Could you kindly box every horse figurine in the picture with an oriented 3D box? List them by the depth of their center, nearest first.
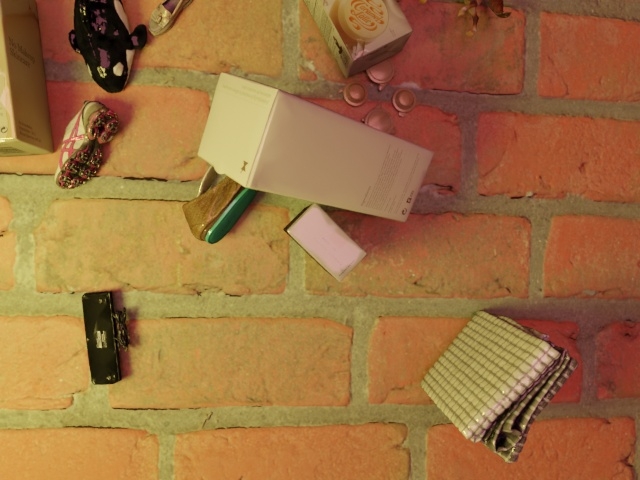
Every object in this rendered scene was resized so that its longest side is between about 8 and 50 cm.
[{"bbox_3d":[0.284,-0.545,1.011,0.263,0.066,0.174,25,71,1],"label":"horse figurine"}]

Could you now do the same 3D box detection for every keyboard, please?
[{"bbox_3d":[-0.431,0.199,0.970,0.100,0.038,0.191,-4,93,16],"label":"keyboard"}]

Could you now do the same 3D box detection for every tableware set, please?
[{"bbox_3d":[0.129,-0.312,1.027,0.141,0.020,0.168,-38,94,-5],"label":"tableware set"}]

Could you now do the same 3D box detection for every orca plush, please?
[{"bbox_3d":[-0.417,-0.441,0.907,0.151,0.102,0.287,14,94,-4],"label":"orca plush"}]

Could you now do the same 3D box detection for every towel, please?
[{"bbox_3d":[0.343,0.273,0.934,0.121,0.284,0.235,43,87,-7],"label":"towel"}]

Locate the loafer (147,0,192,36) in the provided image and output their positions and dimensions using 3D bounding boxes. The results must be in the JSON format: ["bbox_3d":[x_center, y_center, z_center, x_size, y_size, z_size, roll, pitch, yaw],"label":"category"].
[{"bbox_3d":[-0.309,-0.473,0.960,0.045,0.039,0.125,40,86,-6],"label":"loafer"}]

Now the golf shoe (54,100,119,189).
[{"bbox_3d":[-0.476,-0.190,0.941,0.086,0.067,0.186,32,92,25],"label":"golf shoe"}]

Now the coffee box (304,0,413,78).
[{"bbox_3d":[0.061,-0.485,0.967,0.141,0.098,0.246,-28,90,-6],"label":"coffee box"}]

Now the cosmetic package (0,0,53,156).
[{"bbox_3d":[-0.596,-0.320,0.869,0.113,0.160,0.309,-5,93,-8],"label":"cosmetic package"}]

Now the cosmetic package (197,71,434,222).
[{"bbox_3d":[0.000,-0.152,0.834,0.366,0.197,0.155,9,107,-42],"label":"cosmetic package"}]

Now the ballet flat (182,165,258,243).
[{"bbox_3d":[-0.149,-0.145,0.965,0.342,0.116,0.124,-44,77,0],"label":"ballet flat"}]

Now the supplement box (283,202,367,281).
[{"bbox_3d":[0.000,0.000,0.907,0.130,0.239,0.073,44,86,-6],"label":"supplement box"}]
